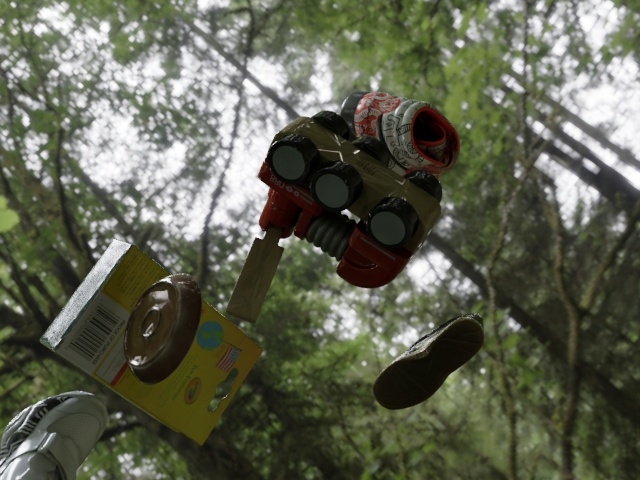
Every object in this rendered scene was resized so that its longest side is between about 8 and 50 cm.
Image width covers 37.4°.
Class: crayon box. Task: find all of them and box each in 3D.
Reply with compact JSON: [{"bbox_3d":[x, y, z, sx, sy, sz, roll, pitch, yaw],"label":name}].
[{"bbox_3d":[-0.265,0.171,1.536,0.318,0.081,0.202,44,-108,-31],"label":"crayon box"}]

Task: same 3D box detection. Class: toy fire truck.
[{"bbox_3d":[0.000,0.000,1.178,0.158,0.217,0.246,-46,-13,-53],"label":"toy fire truck"}]

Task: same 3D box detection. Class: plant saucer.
[{"bbox_3d":[-0.233,0.122,1.353,0.029,0.168,0.168,29,-78,-36],"label":"plant saucer"}]

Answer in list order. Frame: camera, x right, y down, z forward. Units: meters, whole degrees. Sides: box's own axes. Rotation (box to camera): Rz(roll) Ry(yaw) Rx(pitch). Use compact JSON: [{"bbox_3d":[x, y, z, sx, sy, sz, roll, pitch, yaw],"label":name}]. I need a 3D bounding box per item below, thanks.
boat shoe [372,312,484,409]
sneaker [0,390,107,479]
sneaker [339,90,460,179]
[{"bbox_3d":[0.122,0.132,1.030,0.152,0.056,0.049,-38,-3,27],"label":"boat shoe"},{"bbox_3d":[-0.384,0.358,1.309,0.366,0.210,0.137,-42,-48,-45],"label":"sneaker"},{"bbox_3d":[0.140,-0.097,1.347,0.090,0.145,0.270,-52,-49,-23],"label":"sneaker"}]
